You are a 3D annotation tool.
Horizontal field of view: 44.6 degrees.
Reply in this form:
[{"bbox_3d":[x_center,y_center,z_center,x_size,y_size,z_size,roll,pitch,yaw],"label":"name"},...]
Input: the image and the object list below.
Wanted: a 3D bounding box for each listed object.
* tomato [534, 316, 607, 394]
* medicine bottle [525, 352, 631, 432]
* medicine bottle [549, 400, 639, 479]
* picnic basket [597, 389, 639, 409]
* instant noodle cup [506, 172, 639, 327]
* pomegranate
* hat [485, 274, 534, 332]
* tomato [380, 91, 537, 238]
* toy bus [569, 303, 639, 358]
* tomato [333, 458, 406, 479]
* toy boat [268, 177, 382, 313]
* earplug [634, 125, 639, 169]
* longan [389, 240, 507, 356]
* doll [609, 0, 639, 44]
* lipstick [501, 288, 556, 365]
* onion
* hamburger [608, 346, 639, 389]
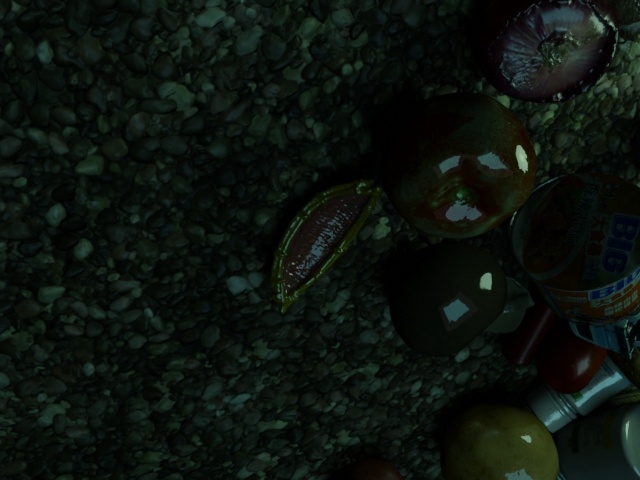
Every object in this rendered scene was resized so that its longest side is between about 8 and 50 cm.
[{"bbox_3d":[0.589,0.265,1.855,0.136,0.195,0.195,26,115,2],"label":"tomato"},{"bbox_3d":[0.650,0.376,1.986,0.237,0.139,0.139,-39,130,15],"label":"medicine bottle"},{"bbox_3d":[0.718,0.538,1.999,0.208,0.208,0.340,8,158,-28],"label":"medicine bottle"},{"bbox_3d":[0.858,0.605,2.178,0.175,0.228,0.312,-6,125,-22],"label":"picnic basket"},{"bbox_3d":[0.554,0.033,1.619,0.296,0.296,0.214,-34,137,2],"label":"instant noodle cup"},{"bbox_3d":[0.433,0.536,1.929,0.307,0.307,0.307,-11,127,-16],"label":"pomegranate"},{"bbox_3d":[0.369,0.145,1.760,0.166,0.144,0.173,-10,171,-10],"label":"hat"},{"bbox_3d":[0.240,-0.143,1.386,0.270,0.222,0.270,1,136,1],"label":"tomato"},{"bbox_3d":[0.670,0.105,1.747,0.271,0.165,0.133,-56,139,-22],"label":"toy bus"},{"bbox_3d":[0.115,0.638,1.897,0.185,0.208,0.208,-5,125,-29],"label":"tomato"},{"bbox_3d":[-0.001,-0.005,1.464,0.141,0.099,0.318,26,113,-31],"label":"toy boat"},{"bbox_3d":[0.842,-0.181,1.661,0.324,0.185,0.185,8,120,-35],"label":"earplug"},{"bbox_3d":[0.257,0.114,1.580,0.246,0.215,0.246,-2,142,-1],"label":"longan"},{"bbox_3d":[0.550,-0.445,1.376,0.115,0.105,0.221,-28,131,0],"label":"doll"},{"bbox_3d":[0.505,0.183,1.824,0.080,0.080,0.241,7,121,-27],"label":"lipstick"},{"bbox_3d":[0.384,-0.345,1.344,0.248,0.161,0.248,-5,120,-9],"label":"onion"},{"bbox_3d":[0.806,0.294,1.910,0.134,0.265,0.285,-41,127,11],"label":"hamburger"}]
